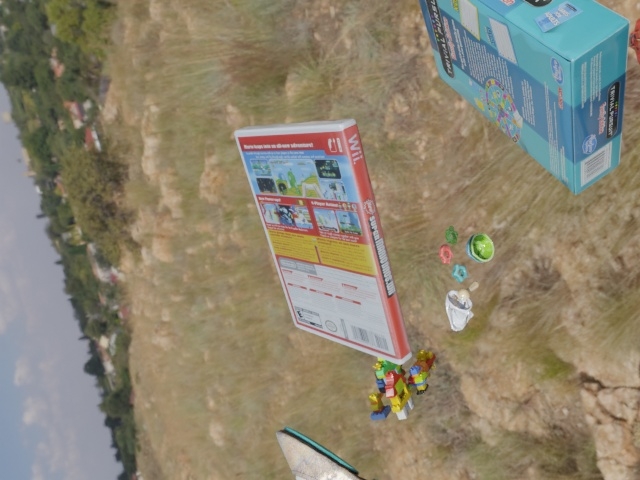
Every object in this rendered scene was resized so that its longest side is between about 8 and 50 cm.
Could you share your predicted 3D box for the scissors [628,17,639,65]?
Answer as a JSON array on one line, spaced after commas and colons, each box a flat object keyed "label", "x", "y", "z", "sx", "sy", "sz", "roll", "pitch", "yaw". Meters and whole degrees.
[{"label": "scissors", "x": 0.698, "y": -0.459, "z": 1.294, "sx": 0.021, "sy": 0.297, "sz": 0.109, "roll": 7, "pitch": 101, "yaw": 41}]

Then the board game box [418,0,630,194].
[{"label": "board game box", "x": 0.264, "y": -0.255, "z": 0.797, "sx": 0.336, "sy": 0.079, "sz": 0.254, "roll": 57, "pitch": -178, "yaw": 37}]

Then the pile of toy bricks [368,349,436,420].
[{"label": "pile of toy bricks", "x": 0.140, "y": 0.250, "z": 1.116, "sx": 0.118, "sy": 0.212, "sz": 0.105, "roll": -20, "pitch": 97, "yaw": 32}]

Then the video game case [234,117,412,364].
[{"label": "video game case", "x": 0.000, "y": 0.000, "z": 0.692, "sx": 0.204, "sy": 0.025, "sz": 0.285, "roll": 10, "pitch": 123, "yaw": 50}]

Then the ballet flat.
[{"label": "ballet flat", "x": 0.048, "y": 0.401, "z": 0.889, "sx": 0.315, "sy": 0.106, "sz": 0.108, "roll": 22, "pitch": 157, "yaw": 20}]

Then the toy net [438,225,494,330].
[{"label": "toy net", "x": 0.316, "y": 0.083, "z": 1.286, "sx": 0.045, "sy": 0.122, "sz": 0.232, "roll": -25, "pitch": 46, "yaw": 58}]
